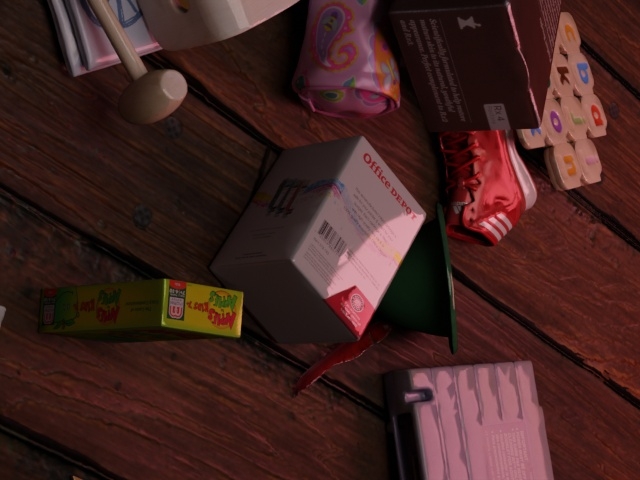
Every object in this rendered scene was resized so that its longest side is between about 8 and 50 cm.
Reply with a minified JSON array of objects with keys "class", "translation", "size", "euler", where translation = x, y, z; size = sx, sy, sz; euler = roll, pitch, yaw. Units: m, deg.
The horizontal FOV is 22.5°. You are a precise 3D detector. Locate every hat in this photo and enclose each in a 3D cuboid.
[{"class":"hat","translation":[0.055,0.055,1.795],"size":[0.208,0.184,0.173],"euler":[-81,164,-79]}]

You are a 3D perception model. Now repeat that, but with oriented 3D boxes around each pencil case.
[{"class":"pencil case","translation":[0.037,-0.278,1.749],"size":[0.124,0.124,0.284],"euler":[15,75,-43]}]

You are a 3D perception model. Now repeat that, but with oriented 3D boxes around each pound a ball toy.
[{"class":"pound a ball toy","translation":[-0.137,-0.294,1.507],"size":[0.208,0.136,0.319],"euler":[-36,111,-42]}]

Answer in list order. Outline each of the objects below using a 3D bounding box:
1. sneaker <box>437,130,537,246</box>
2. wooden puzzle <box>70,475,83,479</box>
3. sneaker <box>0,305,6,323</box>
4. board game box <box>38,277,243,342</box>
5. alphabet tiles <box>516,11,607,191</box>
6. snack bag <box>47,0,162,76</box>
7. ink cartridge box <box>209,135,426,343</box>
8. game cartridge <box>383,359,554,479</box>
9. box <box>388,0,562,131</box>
[{"class":"sneaker","translation":[0.174,-0.086,1.884],"size":[0.221,0.087,0.128],"euler":[54,51,-25]},{"class":"wooden puzzle","translation":[-0.241,0.269,1.484],"size":[0.078,0.014,0.116],"euler":[44,58,-33]},{"class":"sneaker","translation":[-0.342,0.011,1.375],"size":[0.094,0.080,0.212],"euler":[-56,133,-39]},{"class":"board game box","translation":[-0.165,0.066,1.461],"size":[0.092,0.181,0.043],"euler":[13,77,-43]},{"class":"alphabet tiles","translation":[0.279,-0.201,1.994],"size":[0.278,0.021,0.284],"euler":[-15,87,-59]},{"class":"snack bag","translation":[-0.176,-0.363,1.598],"size":[0.323,0.037,0.342],"euler":[-27,106,-44]},{"class":"ink cartridge box","translation":[0.000,0.000,1.670],"size":[0.128,0.127,0.176],"euler":[50,54,-29]},{"class":"game cartridge","translation":[0.187,0.319,1.852],"size":[0.230,0.068,0.355],"euler":[2,77,-47]},{"class":"box","translation":[0.192,-0.322,1.802],"size":[0.191,0.143,0.381],"euler":[67,28,-46]}]
